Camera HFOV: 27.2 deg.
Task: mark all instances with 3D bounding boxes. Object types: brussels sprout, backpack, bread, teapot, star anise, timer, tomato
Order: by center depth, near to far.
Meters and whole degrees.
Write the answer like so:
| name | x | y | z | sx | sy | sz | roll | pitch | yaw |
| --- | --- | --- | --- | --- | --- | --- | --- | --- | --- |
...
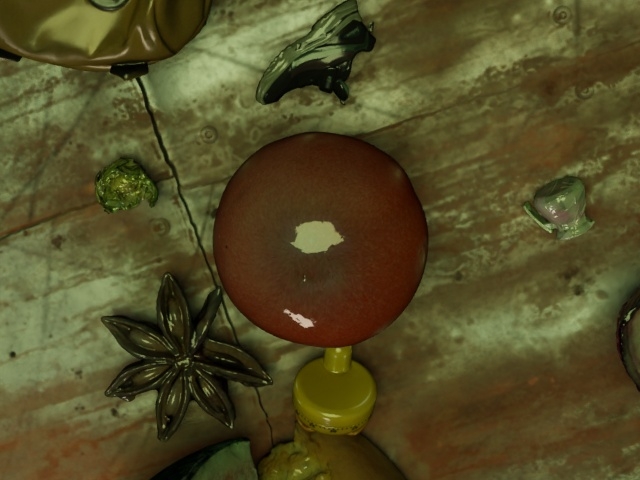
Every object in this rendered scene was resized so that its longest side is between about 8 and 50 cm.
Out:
| name | x | y | z | sx | sy | sz | roll | pitch | yaw |
| --- | --- | --- | --- | --- | --- | --- | --- | --- | --- |
| backpack | -0.276 | -0.379 | 1.506 | 0.354 | 0.201 | 0.377 | 4 | 104 | -1 |
| tomato | 0.000 | 0.000 | 1.549 | 0.256 | 0.224 | 0.255 | 3 | 109 | 8 |
| teapot | 0.289 | -0.036 | 1.603 | 0.083 | 0.064 | 0.064 | -15 | 109 | 39 |
| timer | 0.018 | 0.182 | 1.631 | 0.107 | 0.107 | 0.109 | 8 | 132 | 3 |
| brussels sprout | -0.243 | -0.067 | 1.634 | 0.085 | 0.058 | 0.085 | -6 | 132 | -7 |
| bread | 0.024 | 0.354 | 1.650 | 0.174 | 0.133 | 0.251 | -43 | 96 | 15 |
| star anise | -0.182 | 0.154 | 1.660 | 0.197 | 0.073 | 0.212 | -29 | 94 | 5 |

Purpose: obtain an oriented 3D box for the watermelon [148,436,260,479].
| name | x | y | z | sx | sy | sz | roll | pitch | yaw |
| --- | --- | --- | --- | --- | --- | --- | --- | --- | --- |
| watermelon | -0.186 | 0.422 | 1.586 | 0.283 | 0.250 | 0.292 | -48 | 60 | 36 |

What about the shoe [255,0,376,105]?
| name | x | y | z | sx | sy | sz | roll | pitch | yaw |
| --- | --- | --- | --- | --- | --- | --- | --- | --- | --- |
| shoe | 0.003 | -0.205 | 1.585 | 0.169 | 0.071 | 0.099 | -42 | 98 | 6 |

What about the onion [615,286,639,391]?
| name | x | y | z | sx | sy | sz | roll | pitch | yaw |
| --- | --- | --- | --- | --- | --- | --- | --- | --- | --- |
| onion | 0.467 | 0.097 | 1.594 | 0.250 | 0.111 | 0.247 | -38 | 115 | -2 |
